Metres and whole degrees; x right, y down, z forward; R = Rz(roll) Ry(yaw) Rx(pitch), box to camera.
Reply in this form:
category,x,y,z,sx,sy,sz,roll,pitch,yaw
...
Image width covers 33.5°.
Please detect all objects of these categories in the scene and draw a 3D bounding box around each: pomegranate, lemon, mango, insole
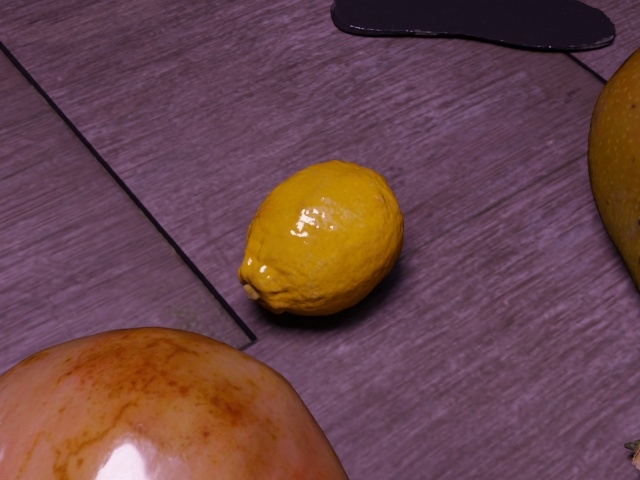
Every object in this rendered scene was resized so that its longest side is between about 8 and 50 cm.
category,x,y,z,sx,sy,sz,roll,pitch,yaw
pomegranate,-0.107,0.181,0.581,0.252,0.229,0.270,-6,31,25
lemon,0.000,0.000,0.847,0.155,0.114,0.114,-35,61,-29
mango,0.330,-0.038,0.892,0.175,0.176,0.330,31,38,-36
insole,0.165,-0.239,1.146,0.309,0.012,0.110,-1,50,-7

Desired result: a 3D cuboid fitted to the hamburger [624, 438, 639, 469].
category,x,y,z,sx,sy,sz,roll,pitch,yaw
hamburger,0.278,0.154,0.761,0.102,0.087,0.176,37,57,19
